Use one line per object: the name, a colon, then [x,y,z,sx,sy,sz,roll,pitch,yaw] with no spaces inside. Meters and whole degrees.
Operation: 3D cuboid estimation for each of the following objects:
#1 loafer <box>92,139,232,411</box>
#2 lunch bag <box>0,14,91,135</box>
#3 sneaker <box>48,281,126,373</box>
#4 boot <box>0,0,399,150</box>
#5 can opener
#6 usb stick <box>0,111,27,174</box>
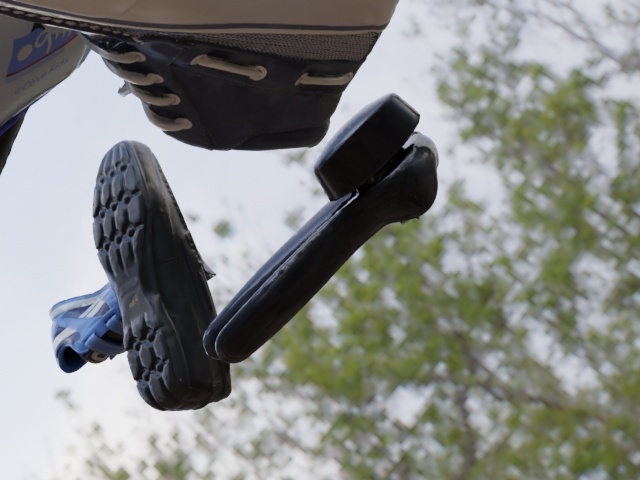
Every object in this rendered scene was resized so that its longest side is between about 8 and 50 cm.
loafer: [-0.124,0.027,1.438,0.078,0.223,0.076,-1,-21,-45]
lunch bag: [-0.269,-0.162,0.816,0.328,0.239,0.385,-45,-43,-37]
sneaker: [-0.173,0.071,1.515,0.053,0.059,0.144,24,-34,-37]
boot: [-0.060,-0.074,0.679,0.190,0.069,0.086,2,-52,-33]
can opener: [0.000,0.000,1.054,0.186,0.073,0.059,-48,7,-6]
usb stick: [-0.325,-0.092,1.684,0.077,0.045,0.278,23,-90,-19]
